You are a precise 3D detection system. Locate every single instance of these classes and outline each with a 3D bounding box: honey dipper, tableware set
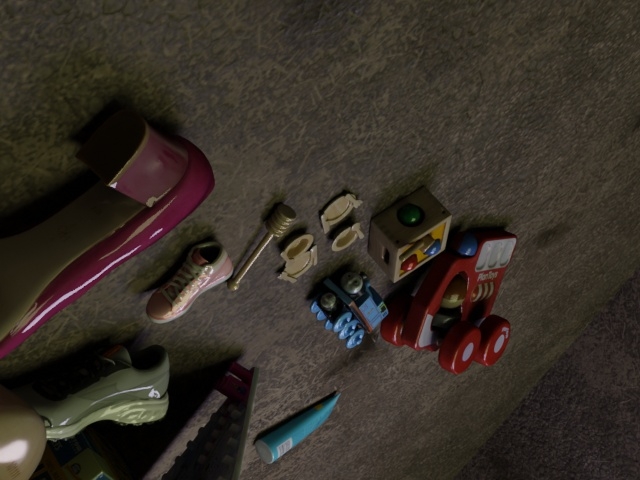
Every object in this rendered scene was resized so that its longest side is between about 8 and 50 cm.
[{"bbox_3d":[-0.088,0.014,1.465,0.030,0.030,0.160,-7,143,-51],"label":"honey dipper"},{"bbox_3d":[0.000,0.000,1.575,0.169,0.020,0.141,-38,156,-7],"label":"tableware set"}]

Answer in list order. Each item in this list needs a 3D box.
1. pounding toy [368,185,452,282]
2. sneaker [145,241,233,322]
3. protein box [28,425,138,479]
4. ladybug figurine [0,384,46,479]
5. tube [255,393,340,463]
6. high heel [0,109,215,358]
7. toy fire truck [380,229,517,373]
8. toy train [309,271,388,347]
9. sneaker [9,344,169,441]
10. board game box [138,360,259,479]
[{"bbox_3d":[0.144,-0.002,1.682,0.130,0.100,0.141,-32,155,-18],"label":"pounding toy"},{"bbox_3d":[-0.174,0.048,1.371,0.134,0.051,0.070,-36,154,-19],"label":"sneaker"},{"bbox_3d":[-0.374,0.373,1.488,0.201,0.136,0.199,-38,145,-7],"label":"protein box"},{"bbox_3d":[-0.520,0.283,1.130,0.449,0.162,0.305,-31,155,-22],"label":"ladybug figurine"},{"bbox_3d":[-0.040,0.380,2.138,0.207,0.052,0.080,-27,158,-39],"label":"tube"},{"bbox_3d":[-0.265,0.036,1.120,0.377,0.127,0.181,-43,153,4],"label":"high heel"},{"bbox_3d":[0.260,0.099,1.991,0.302,0.169,0.253,-2,112,-55],"label":"toy fire truck"},{"bbox_3d":[0.049,0.110,1.772,0.105,0.080,0.184,-47,154,-7],"label":"toy train"},{"bbox_3d":[-0.312,0.191,1.384,0.272,0.100,0.107,-5,114,-48],"label":"sneaker"},{"bbox_3d":[-0.238,0.419,1.632,0.390,0.050,0.390,-52,-167,24],"label":"board game box"}]
